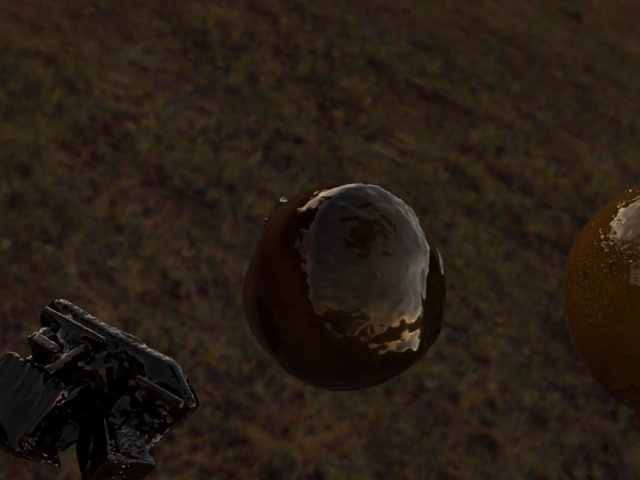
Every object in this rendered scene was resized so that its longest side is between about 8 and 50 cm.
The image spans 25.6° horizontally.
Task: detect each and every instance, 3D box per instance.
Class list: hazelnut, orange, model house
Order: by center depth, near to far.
[{"bbox_3d":[0.011,0.044,1.316,0.208,0.208,0.208,21,28,-12],"label":"hazelnut"},{"bbox_3d":[-0.245,0.169,1.437,0.203,0.141,0.164,20,21,18],"label":"model house"},{"bbox_3d":[0.406,0.067,1.597,0.274,0.274,0.274,21,28,-12],"label":"orange"}]

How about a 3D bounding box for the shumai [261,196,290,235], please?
[{"bbox_3d":[0.006,-0.001,1.989,0.184,0.142,0.184,6,41,-5],"label":"shumai"}]
